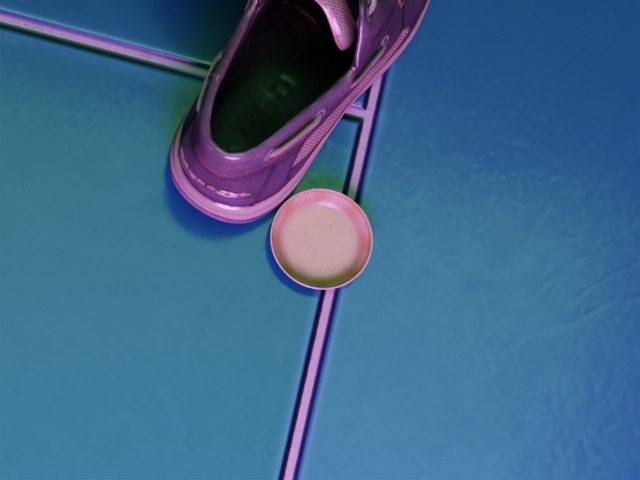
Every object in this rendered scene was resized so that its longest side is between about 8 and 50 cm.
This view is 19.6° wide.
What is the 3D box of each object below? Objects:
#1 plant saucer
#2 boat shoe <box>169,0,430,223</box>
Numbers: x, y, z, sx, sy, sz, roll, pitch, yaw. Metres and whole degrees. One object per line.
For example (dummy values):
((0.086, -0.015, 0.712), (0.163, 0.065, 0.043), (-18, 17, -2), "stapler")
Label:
((0.000, 0.000, 1.493), (0.083, 0.015, 0.083), (2, 77, -9), "plant saucer")
((0.007, -0.174, 1.477), (0.132, 0.130, 0.355), (29, 73, -2), "boat shoe")
